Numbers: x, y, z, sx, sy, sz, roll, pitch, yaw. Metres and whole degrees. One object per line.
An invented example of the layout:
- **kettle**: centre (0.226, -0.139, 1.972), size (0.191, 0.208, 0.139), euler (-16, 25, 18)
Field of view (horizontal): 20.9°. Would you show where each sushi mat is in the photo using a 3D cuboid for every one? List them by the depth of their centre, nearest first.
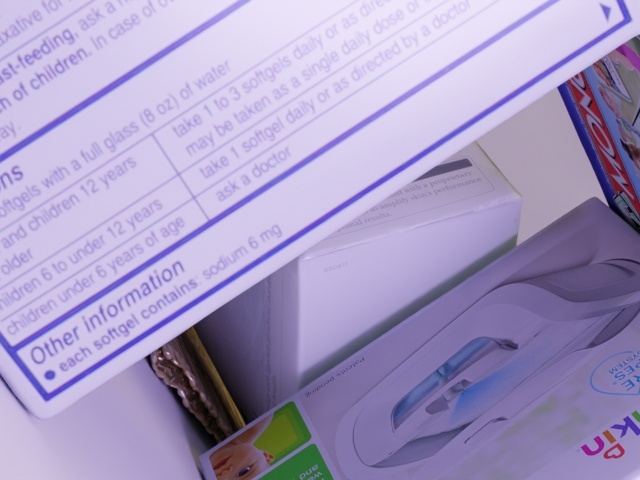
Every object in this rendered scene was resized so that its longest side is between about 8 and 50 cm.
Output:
- **sushi mat**: centre (-0.090, 0.067, 1.157), size (0.151, 0.019, 0.316), euler (59, -1, -25)

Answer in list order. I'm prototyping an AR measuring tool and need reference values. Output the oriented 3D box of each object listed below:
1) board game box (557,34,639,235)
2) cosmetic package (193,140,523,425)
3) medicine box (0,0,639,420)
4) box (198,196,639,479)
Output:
- **board game box**: centre (0.151, -0.070, 0.764), size (0.317, 0.046, 0.213), euler (58, -2, -39)
- **cosmetic package**: centre (0.000, 0.000, 1.052), size (0.224, 0.138, 0.225), euler (92, -24, -44)
- **medicine box**: centre (-0.072, -0.137, 0.600), size (0.289, 0.263, 0.149), euler (58, -1, -27)
- **box**: centre (0.097, 0.132, 0.854), size (0.127, 0.262, 0.231), euler (57, 1, -25)
